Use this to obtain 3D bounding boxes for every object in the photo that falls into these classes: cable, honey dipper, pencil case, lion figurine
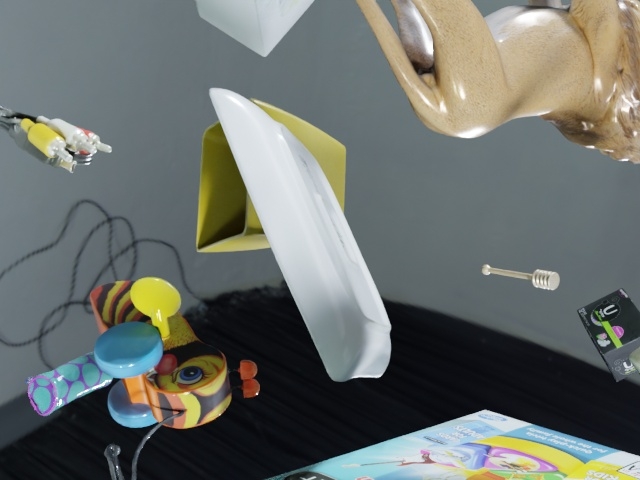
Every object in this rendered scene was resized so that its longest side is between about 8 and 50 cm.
[{"bbox_3d":[-0.437,-0.185,1.272,0.072,0.287,0.139,-61,168,19],"label":"cable"},{"bbox_3d":[0.341,0.060,1.502,0.030,0.160,0.030,-5,98,-38],"label":"honey dipper"},{"bbox_3d":[-0.396,0.224,1.377,0.070,0.064,0.151,-31,175,26],"label":"pencil case"},{"bbox_3d":[0.172,-0.156,0.738,0.392,0.142,0.240,-13,89,-24],"label":"lion figurine"}]

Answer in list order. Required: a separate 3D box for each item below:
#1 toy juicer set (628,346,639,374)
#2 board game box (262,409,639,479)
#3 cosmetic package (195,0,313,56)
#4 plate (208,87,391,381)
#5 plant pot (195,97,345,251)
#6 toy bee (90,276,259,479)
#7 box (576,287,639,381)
[{"bbox_3d":[0.270,0.140,0.456,0.089,0.209,0.329,46,28,-68],"label":"toy juicer set"},{"bbox_3d":[0.137,0.254,0.796,0.336,0.254,0.079,-6,98,-38],"label":"board game box"},{"bbox_3d":[-0.070,-0.424,1.217,0.224,0.138,0.225,-52,168,-14],"label":"cosmetic package"},{"bbox_3d":[0.000,0.000,0.843,0.045,0.278,0.277,-26,167,8],"label":"plate"},{"bbox_3d":[-0.073,-0.088,1.408,0.187,0.212,0.212,7,79,-27],"label":"plant pot"},{"bbox_3d":[-0.153,0.148,0.927,0.162,0.298,0.195,-11,147,-12],"label":"toy bee"},{"bbox_3d":[0.345,0.108,0.995,0.062,0.083,0.052,-29,121,10],"label":"box"}]
